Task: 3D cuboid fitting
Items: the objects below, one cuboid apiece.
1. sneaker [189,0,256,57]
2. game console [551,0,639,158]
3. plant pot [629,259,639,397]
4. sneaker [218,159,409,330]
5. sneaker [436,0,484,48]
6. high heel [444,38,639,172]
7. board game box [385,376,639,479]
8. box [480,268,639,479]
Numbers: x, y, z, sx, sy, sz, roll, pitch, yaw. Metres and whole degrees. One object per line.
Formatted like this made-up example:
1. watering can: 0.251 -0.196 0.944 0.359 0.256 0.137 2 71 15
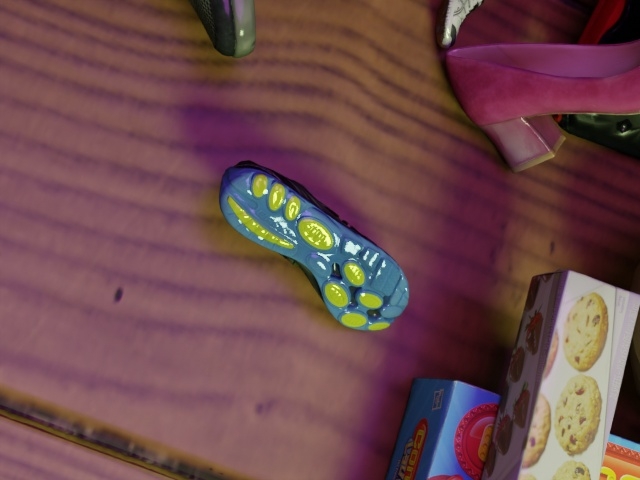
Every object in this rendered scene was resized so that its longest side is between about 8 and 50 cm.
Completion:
1. sneaker: -0.130 -0.234 0.781 0.130 0.087 0.228 -20 86 -14
2. game console: 0.432 -0.186 0.851 0.386 0.060 0.342 18 120 -11
3. plant pot: 0.335 0.100 0.834 0.237 0.110 0.237 11 60 -20
4. sneaker: 0.000 0.000 0.794 0.188 0.078 0.067 40 105 -21
5. sneaker: 0.122 -0.202 0.869 0.037 0.032 0.083 14 81 -13
6. high heel: 0.216 -0.152 0.800 0.117 0.244 0.082 54 42 -10
7. board game box: 0.181 0.297 0.801 0.308 0.086 0.302 20 79 -12
8. box: 0.153 0.182 0.728 0.067 0.063 0.324 19 79 -11
